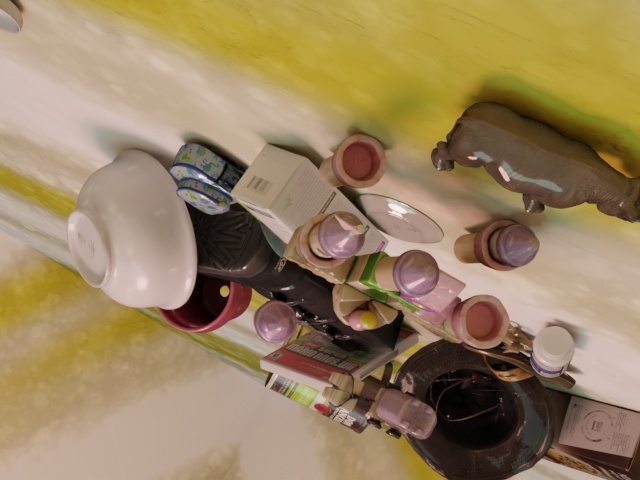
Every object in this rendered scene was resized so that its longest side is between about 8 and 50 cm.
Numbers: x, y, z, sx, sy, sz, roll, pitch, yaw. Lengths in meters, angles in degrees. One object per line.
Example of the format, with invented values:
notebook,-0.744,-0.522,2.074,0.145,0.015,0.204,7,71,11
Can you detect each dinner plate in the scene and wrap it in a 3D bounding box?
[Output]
dinner plate,0.112,-0.026,1.312,0.141,0.017,0.141,22,164,7

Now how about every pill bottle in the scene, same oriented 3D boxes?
pill bottle,0.378,0.179,1.462,0.067,0.067,0.120,21,164,16

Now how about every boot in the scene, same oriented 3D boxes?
boot,-0.089,0.070,1.751,0.367,0.146,0.445,20,173,45

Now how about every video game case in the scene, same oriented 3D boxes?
video game case,0.043,0.230,1.874,0.204,0.025,0.285,13,-155,38

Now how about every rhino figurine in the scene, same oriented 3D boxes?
rhino figurine,0.233,-0.066,0.884,0.243,0.073,0.106,23,167,3

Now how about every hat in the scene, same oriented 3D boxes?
hat,0.305,0.319,1.806,0.331,0.331,0.134,25,-158,2

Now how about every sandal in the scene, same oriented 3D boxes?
sandal,0.358,0.234,1.649,0.219,0.060,0.090,23,-173,-4

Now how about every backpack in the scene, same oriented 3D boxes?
backpack,-0.179,-0.096,1.409,0.114,0.084,0.105,36,159,-25

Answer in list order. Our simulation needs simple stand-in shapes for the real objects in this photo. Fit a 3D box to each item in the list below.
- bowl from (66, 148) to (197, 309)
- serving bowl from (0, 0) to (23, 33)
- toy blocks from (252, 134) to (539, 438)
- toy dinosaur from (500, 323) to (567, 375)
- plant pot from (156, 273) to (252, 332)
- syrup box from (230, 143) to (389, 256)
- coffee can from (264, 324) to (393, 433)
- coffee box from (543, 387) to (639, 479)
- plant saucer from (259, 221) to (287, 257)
bowl,-0.352,-0.003,1.578,0.134,0.298,0.297,-19,-163,-38
serving bowl,-0.434,-0.313,1.202,0.083,0.027,0.083,23,164,7
toy blocks,0.094,0.064,1.075,0.288,0.309,0.260,29,171,-13
toy dinosaur,0.345,0.175,1.567,0.183,0.053,0.092,22,-179,41
plant pot,-0.248,0.111,2.030,0.201,0.201,0.180,19,179,22
syrup box,-0.010,-0.030,1.305,0.093,0.096,0.237,24,166,46
coffee can,0.021,0.349,2.325,0.275,0.202,0.201,27,165,-2
coffee box,0.544,0.402,1.833,0.297,0.119,0.168,8,156,48
plant saucer,-0.069,-0.031,1.441,0.021,0.119,0.119,-21,147,15
